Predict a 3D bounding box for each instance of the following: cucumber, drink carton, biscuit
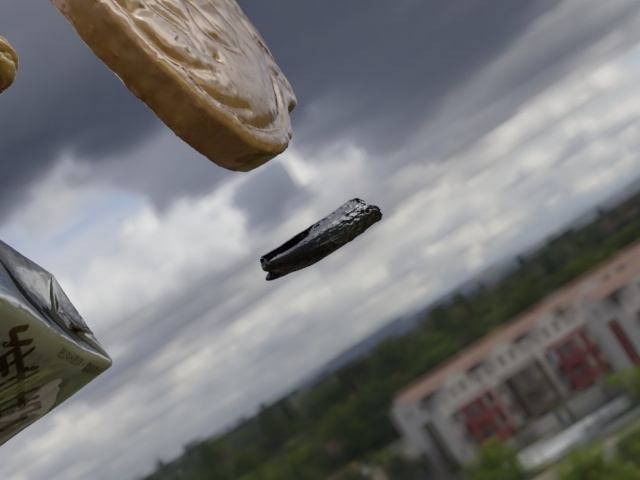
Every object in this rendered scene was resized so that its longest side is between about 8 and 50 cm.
[{"bbox_3d":[0.001,0.001,1.761,0.135,0.034,0.033,-36,-47,-30],"label":"cucumber"},{"bbox_3d":[-0.334,0.093,1.653,0.194,0.132,0.324,-36,-18,1],"label":"drink carton"},{"bbox_3d":[-0.157,-0.233,1.748,0.062,0.385,0.365,-40,5,16],"label":"biscuit"}]

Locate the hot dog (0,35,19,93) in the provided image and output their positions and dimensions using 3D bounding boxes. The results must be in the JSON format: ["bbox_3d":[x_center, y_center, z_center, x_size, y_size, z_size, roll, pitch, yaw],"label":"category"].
[{"bbox_3d":[-0.474,-0.160,1.895,0.337,0.100,0.135,-6,7,-26],"label":"hot dog"}]
